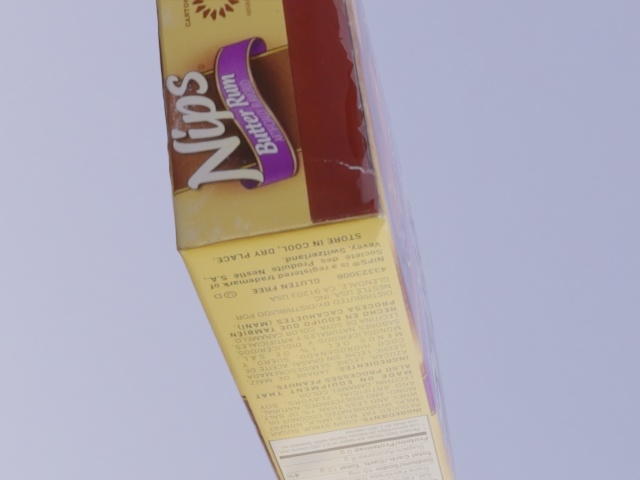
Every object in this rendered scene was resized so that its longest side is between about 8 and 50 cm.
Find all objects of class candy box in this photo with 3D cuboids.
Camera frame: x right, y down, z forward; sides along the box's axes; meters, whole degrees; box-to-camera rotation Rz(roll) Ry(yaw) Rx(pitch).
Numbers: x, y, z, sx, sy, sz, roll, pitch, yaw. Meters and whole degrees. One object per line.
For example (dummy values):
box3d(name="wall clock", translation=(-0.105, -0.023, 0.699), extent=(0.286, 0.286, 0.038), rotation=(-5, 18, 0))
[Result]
box3d(name="candy box", translation=(0.000, 0.000, 0.525), extent=(0.187, 0.053, 0.109), rotation=(75, 6, -59))
